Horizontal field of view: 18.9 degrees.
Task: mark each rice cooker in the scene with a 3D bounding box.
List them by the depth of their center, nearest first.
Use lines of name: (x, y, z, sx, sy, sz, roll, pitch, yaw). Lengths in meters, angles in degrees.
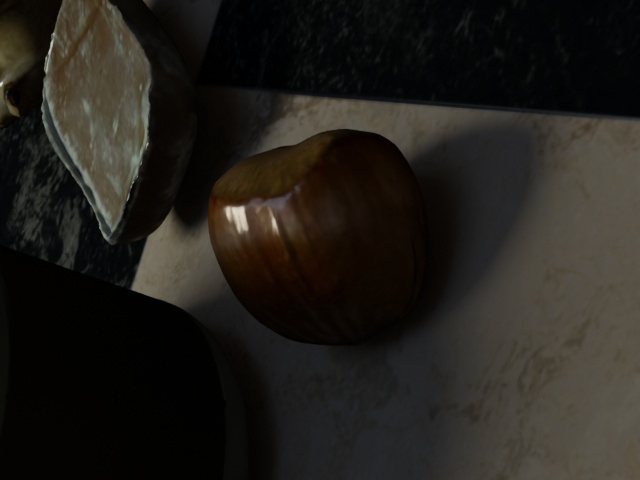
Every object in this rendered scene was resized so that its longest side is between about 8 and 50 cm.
rice cooker: (-0.254, 0.165, 1.390, 0.335, 0.325, 0.335, -25, 55, 42)

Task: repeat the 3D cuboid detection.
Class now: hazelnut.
hazelnut: (0.000, 0.000, 1.317, 0.150, 0.150, 0.150, -25, 55, 42)

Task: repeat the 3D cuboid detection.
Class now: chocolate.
chocolate: (-0.155, -0.117, 1.605, 0.254, 0.080, 0.157, 57, 133, 48)

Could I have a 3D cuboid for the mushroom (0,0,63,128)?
mushroom: (-0.302, -0.281, 1.792, 0.345, 0.259, 0.345, -39, 20, 17)
